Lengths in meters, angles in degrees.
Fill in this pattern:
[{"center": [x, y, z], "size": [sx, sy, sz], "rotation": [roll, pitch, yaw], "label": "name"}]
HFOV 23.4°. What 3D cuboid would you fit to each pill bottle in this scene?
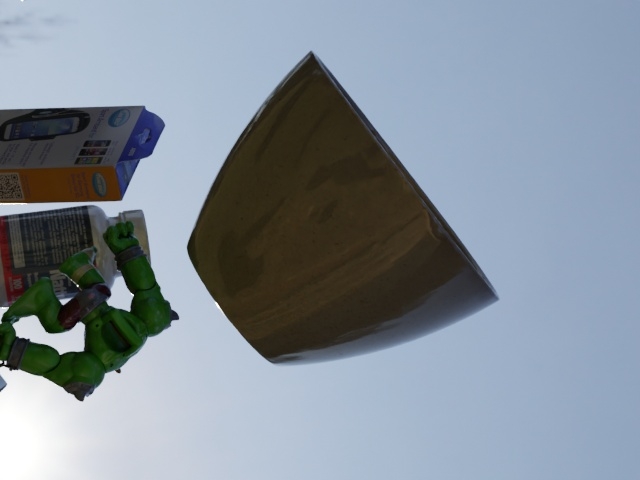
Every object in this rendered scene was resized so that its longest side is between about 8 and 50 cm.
[{"center": [-0.290, 0.014, 1.790], "size": [0.108, 0.180, 0.108], "rotation": [172, -90, -80], "label": "pill bottle"}]

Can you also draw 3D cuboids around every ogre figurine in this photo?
[{"center": [-0.226, 0.077, 1.514], "size": [0.118, 0.197, 0.097], "rotation": [45, -50, 5], "label": "ogre figurine"}]

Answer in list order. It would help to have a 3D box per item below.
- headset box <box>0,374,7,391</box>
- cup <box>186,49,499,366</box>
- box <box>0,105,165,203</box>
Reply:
[{"center": [-0.584, 0.159, 1.974], "size": [0.293, 0.218, 0.110], "rotation": [40, -14, 6], "label": "headset box"}, {"center": [0.000, 0.000, 1.653], "size": [0.237, 0.331, 0.331], "rotation": [-38, -131, 6], "label": "cup"}, {"center": [-0.163, -0.053, 0.944], "size": [0.081, 0.136, 0.028], "rotation": [-76, 165, -57], "label": "box"}]
